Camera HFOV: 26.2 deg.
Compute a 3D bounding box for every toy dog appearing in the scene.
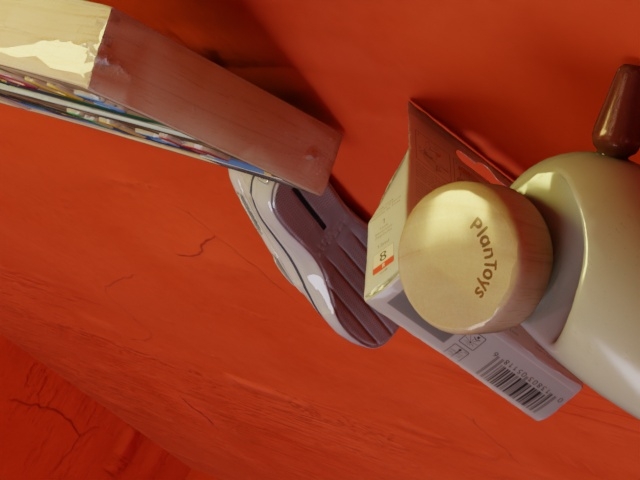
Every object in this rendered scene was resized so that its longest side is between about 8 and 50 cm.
[{"bbox_3d":[0.208,0.030,0.697,0.334,0.161,0.220,29,-157,17],"label":"toy dog"}]

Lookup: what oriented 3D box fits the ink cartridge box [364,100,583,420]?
[{"bbox_3d":[0.094,0.009,0.864,0.145,0.179,0.045,35,119,-21],"label":"ink cartridge box"}]

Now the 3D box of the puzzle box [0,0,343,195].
[{"bbox_3d":[-0.218,-0.131,0.998,0.409,0.052,0.272,17,177,34],"label":"puzzle box"}]

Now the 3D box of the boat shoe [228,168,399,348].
[{"bbox_3d":[0.000,0.000,1.153,0.076,0.083,0.226,28,156,46],"label":"boat shoe"}]
